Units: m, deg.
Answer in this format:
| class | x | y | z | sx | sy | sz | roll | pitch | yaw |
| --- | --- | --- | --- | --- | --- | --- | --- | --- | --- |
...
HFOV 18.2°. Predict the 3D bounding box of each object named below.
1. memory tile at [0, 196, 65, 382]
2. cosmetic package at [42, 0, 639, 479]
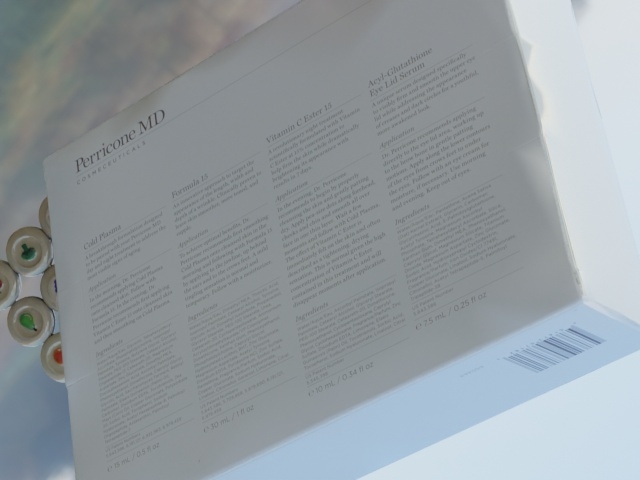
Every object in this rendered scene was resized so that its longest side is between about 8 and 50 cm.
| class | x | y | z | sx | sy | sz | roll | pitch | yaw |
| --- | --- | --- | --- | --- | --- | --- | --- | --- | --- |
| memory tile | -0.174 | 0.021 | 1.441 | 0.148 | 0.113 | 0.012 | -45 | 172 | 13 |
| cosmetic package | 0.000 | 0.000 | 1.234 | 0.377 | 0.097 | 0.284 | -28 | -122 | 29 |
